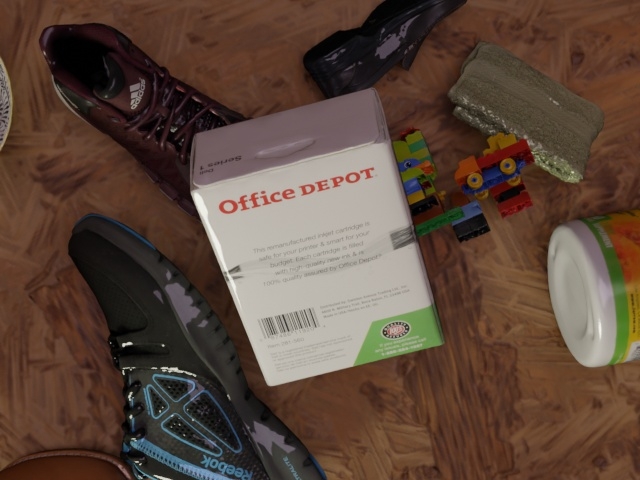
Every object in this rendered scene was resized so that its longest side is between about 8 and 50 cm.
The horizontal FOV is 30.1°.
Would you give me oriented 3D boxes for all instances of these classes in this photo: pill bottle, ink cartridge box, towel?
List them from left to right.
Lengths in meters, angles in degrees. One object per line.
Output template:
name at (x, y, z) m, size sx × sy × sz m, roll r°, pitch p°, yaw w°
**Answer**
ink cartridge box at (0.000, 0.000, 0.986) m, size 0.160 × 0.092 × 0.219 m, roll -14°, pitch 126°, yaw 5°
towel at (0.193, -0.122, 1.110) m, size 0.148 × 0.027 × 0.110 m, roll 33°, pitch 49°, yaw -3°
pill bottle at (0.346, 0.030, 1.097) m, size 0.246 × 0.136 × 0.136 m, roll -10°, pitch 90°, yaw -7°

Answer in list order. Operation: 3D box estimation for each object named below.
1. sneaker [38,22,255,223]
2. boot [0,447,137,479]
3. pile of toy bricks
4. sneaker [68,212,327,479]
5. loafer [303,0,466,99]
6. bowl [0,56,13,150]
sneaker at (-0.129, -0.094, 1.012) m, size 0.281 × 0.162 × 0.106 m, roll 31°, pitch 88°, yaw 6°
boot at (-0.294, 0.251, 0.981) m, size 0.283 × 0.220 × 0.109 m, roll -7°, pitch 89°, yaw -6°
pile of toy bricks at (0.087, -0.056, 1.099) m, size 0.212 × 0.118 × 0.105 m, roll -23°, pitch 63°, yaw 10°
sneaker at (-0.131, 0.133, 1.045) m, size 0.140 × 0.125 × 0.341 m, roll -35°, pitch 93°, yaw -10°
loafer at (0.067, -0.186, 1.115) m, size 0.170 × 0.062 × 0.061 m, roll -31°, pitch 115°, yaw -3°
bowl at (-0.352, -0.117, 1.050) m, size 0.170 × 0.080 × 0.170 m, roll 0°, pitch 89°, yaw -6°
